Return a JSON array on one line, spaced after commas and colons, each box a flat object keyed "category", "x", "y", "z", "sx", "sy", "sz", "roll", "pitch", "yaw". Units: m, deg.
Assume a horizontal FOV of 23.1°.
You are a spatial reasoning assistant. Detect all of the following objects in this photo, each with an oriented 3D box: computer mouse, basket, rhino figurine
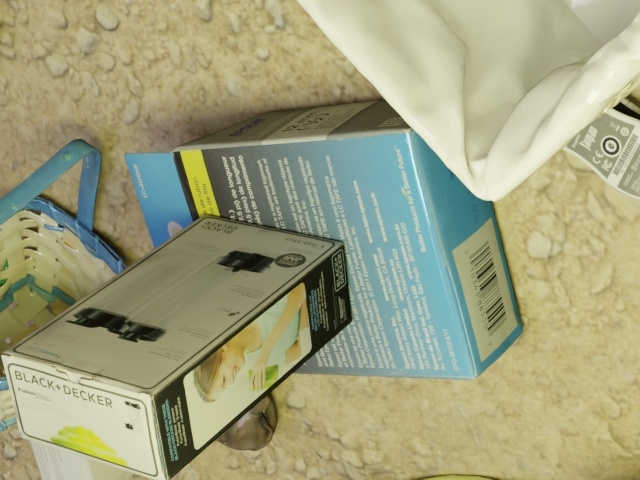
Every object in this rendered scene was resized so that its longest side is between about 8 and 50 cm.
[{"category": "computer mouse", "x": 0.232, "y": -0.102, "z": 1.350, "sx": 0.193, "sy": 0.042, "sz": 0.106, "roll": 38, "pitch": 126, "yaw": 19}, {"category": "basket", "x": 0.168, "y": -0.268, "z": 1.131, "sx": 0.331, "sy": 0.266, "sz": 0.328, "roll": 50, "pitch": 132, "yaw": 10}, {"category": "basket", "x": -0.335, "y": 0.051, "z": 1.689, "sx": 0.201, "sy": 0.255, "sz": 0.289, "roll": 37, "pitch": 142, "yaw": 15}, {"category": "rhino figurine", "x": -0.148, "y": 0.167, "z": 1.744, "sx": 0.243, "sy": 0.073, "sz": 0.106, "roll": 13, "pitch": 119, "yaw": 31}]

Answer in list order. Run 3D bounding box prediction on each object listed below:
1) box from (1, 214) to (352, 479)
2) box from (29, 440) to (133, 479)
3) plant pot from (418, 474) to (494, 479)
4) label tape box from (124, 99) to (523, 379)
[{"category": "box", "x": -0.119, "y": 0.086, "z": 1.385, "sx": 0.169, "sy": 0.290, "sz": 0.087, "roll": 11, "pitch": 120, "yaw": 31}, {"category": "box", "x": -0.275, "y": 0.240, "z": 1.853, "sx": 0.087, "sy": 0.101, "sz": 0.102, "roll": 5, "pitch": 119, "yaw": 33}, {"category": "plant pot", "x": 0.135, "y": 0.424, "z": 1.590, "sx": 0.276, "sy": 0.276, "sz": 0.254, "roll": -5, "pitch": 124, "yaw": 37}, {"category": "label tape box", "x": 0.000, "y": 0.000, "z": 1.523, "sx": 0.348, "sy": 0.115, "sz": 0.249, "roll": -1, "pitch": 114, "yaw": 38}]
